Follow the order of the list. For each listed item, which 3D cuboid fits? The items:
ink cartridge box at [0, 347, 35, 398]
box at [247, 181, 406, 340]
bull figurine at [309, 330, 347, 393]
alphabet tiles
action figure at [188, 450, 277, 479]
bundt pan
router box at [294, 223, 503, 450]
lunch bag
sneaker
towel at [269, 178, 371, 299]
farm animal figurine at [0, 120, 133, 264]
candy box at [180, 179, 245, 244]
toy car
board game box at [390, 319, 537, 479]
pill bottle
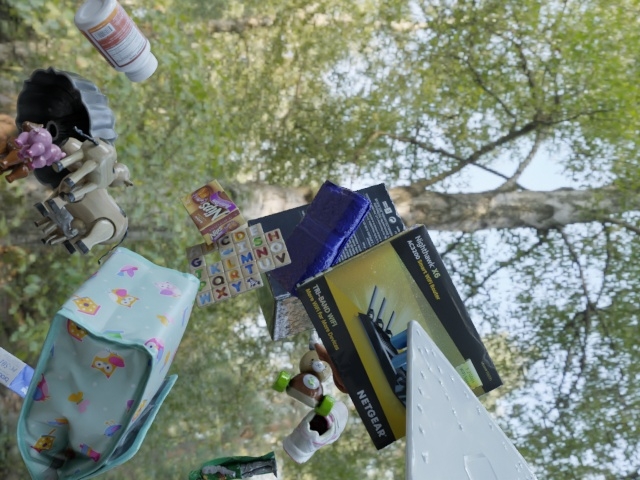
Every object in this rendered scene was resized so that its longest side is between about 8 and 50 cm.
[{"bbox_3d":[-0.542,0.192,1.084,0.207,0.046,0.097,24,-26,22],"label":"ink cartridge box"},{"bbox_3d":[0.018,0.087,2.254,0.480,0.472,0.297,103,-33,-65],"label":"box"},{"bbox_3d":[0.129,0.209,1.537,0.188,0.310,0.101,44,-10,25],"label":"bull figurine"},{"bbox_3d":[-0.197,0.050,1.593,0.009,0.237,0.198,75,-5,-47],"label":"alphabet tiles"},{"bbox_3d":[-0.231,0.610,1.746,0.137,0.233,0.063,87,-5,-46],"label":"action figure"},{"bbox_3d":[-0.674,-0.300,1.790,0.331,0.124,0.330,8,-74,32],"label":"bundt pan"},{"bbox_3d":[0.131,0.160,1.132,0.308,0.243,0.081,63,-3,-3],"label":"router box"},{"bbox_3d":[-0.280,0.177,0.883,0.223,0.160,0.262,-78,-169,-70],"label":"lunch bag"},{"bbox_3d":[0.010,0.495,1.779,0.103,0.252,0.111,44,-59,12],"label":"sneaker"},{"bbox_3d":[0.000,0.000,1.713,0.308,0.076,0.228,-57,-152,1],"label":"towel"},{"bbox_3d":[-0.478,-0.114,1.327,0.330,0.172,0.326,16,-44,38],"label":"farm animal figurine"},{"bbox_3d":[-0.272,-0.073,1.660,0.186,0.109,0.053,48,-14,53],"label":"candy box"},{"bbox_3d":[-0.013,0.331,1.702,0.188,0.155,0.149,-61,180,-15],"label":"toy car"},{"bbox_3d":[0.216,0.358,0.919,0.050,0.390,0.390,-32,-162,21],"label":"board game box"},{"bbox_3d":[-0.521,-0.517,1.711,0.216,0.121,0.121,54,9,-50],"label":"pill bottle"}]
